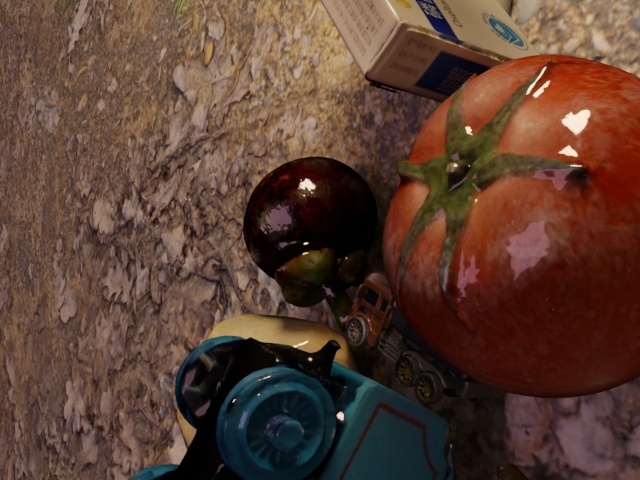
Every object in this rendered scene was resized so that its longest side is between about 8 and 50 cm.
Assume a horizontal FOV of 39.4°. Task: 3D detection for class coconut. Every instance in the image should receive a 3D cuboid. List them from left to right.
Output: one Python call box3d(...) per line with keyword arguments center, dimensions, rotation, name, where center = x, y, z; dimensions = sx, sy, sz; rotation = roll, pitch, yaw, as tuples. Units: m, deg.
box3d(center=(-0.050, 0.195, 1.036), dimensions=(0.197, 0.236, 0.237), rotation=(-77, 12, -61), name="coconut")

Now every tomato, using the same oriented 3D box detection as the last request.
box3d(center=(0.185, -0.003, 0.705), dimensions=(0.265, 0.264, 0.265), rotation=(-8, 80, 54), name="tomato")

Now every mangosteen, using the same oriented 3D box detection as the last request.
box3d(center=(-0.008, -0.008, 1.033), dimensions=(0.172, 0.172, 0.184), rotation=(-60, 24, 31), name="mangosteen")

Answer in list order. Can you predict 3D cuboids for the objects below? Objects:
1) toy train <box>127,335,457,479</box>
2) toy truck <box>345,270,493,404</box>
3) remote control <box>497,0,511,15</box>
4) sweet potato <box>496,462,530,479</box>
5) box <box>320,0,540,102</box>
box3d(center=(-0.033, 0.242, 0.848), dimensions=(0.300, 0.265, 0.188), rotation=(-62, 24, -7), name="toy train")
box3d(center=(0.112, 0.099, 0.929), dimensions=(0.192, 0.083, 0.092), rotation=(35, 115, 49), name="toy truck")
box3d(center=(0.164, -0.215, 0.933), dimensions=(0.067, 0.029, 0.261), rotation=(14, 98, 55), name="remote control")
box3d(center=(0.194, 0.339, 0.807), dimensions=(0.067, 0.067, 0.274), rotation=(-18, 77, 52), name="sweet potato")
box3d(center=(0.074, -0.260, 0.877), dimensions=(0.065, 0.200, 0.343), rotation=(-53, 44, 33), name="box")
